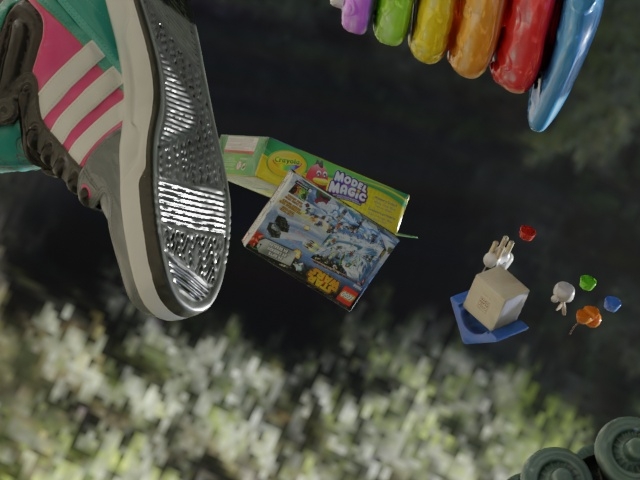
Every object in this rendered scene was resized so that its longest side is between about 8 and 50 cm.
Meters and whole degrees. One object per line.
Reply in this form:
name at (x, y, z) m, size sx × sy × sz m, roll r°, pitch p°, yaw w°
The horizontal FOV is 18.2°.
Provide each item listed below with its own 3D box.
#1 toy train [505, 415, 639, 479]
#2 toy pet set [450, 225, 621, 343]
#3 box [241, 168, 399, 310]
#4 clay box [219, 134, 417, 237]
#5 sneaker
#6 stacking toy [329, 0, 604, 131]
toy train at (0.328, 0.282, 2.039) m, size 0.334 × 0.190 × 0.142 m, roll -19°, pitch 162°, yaw -20°
toy pet set at (0.182, 0.058, 1.784) m, size 0.114 × 0.122 × 0.065 m, roll -19°, pitch 141°, yaw -41°
box at (0.000, 0.000, 2.076) m, size 0.094 × 0.137 × 0.027 m, roll -55°, pitch -163°, yaw 8°
clay box at (-0.001, -0.059, 2.263) m, size 0.127 × 0.222 × 0.053 m, roll 8°, pitch -101°, yaw 62°
sneaker at (-0.172, -0.062, 1.356) m, size 0.178 × 0.124 × 0.295 m, roll -21°, pitch -119°, yaw 21°
stacking toy at (0.068, -0.211, 1.580) m, size 0.166 × 0.302 × 0.175 m, roll 103°, pitch -4°, yaw -63°
